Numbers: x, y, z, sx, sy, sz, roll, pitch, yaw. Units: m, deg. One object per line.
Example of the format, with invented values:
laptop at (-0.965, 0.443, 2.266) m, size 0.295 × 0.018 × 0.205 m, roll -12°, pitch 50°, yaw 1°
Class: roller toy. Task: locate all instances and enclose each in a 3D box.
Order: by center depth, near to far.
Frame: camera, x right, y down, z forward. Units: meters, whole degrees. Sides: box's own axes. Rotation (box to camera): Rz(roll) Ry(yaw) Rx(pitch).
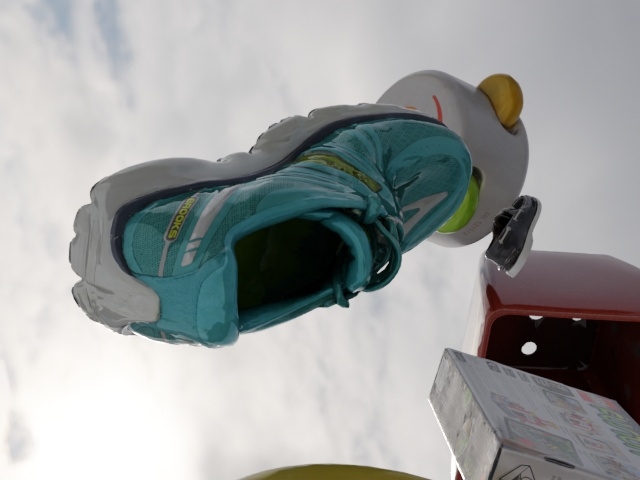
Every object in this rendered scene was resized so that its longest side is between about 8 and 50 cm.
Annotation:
roller toy at (0.146, -0.096, 1.652) m, size 0.191 × 0.146 × 0.209 m, roll -6°, pitch -111°, yaw 51°

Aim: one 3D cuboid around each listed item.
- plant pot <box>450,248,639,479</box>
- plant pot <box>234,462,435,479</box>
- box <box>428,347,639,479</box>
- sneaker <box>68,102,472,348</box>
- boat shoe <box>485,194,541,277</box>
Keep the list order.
plant pot at (0.289, 0.145, 1.698) m, size 0.236 × 0.267 × 0.267 m, roll -103°, pitch -162°, yaw -61°
plant pot at (0.001, 0.265, 0.588) m, size 0.254 × 0.239 × 0.254 m, roll 12°, pitch -52°, yaw 16°
box at (0.126, 0.112, 0.742) m, size 0.207 × 0.114 × 0.036 m, roll -102°, pitch -149°, yaw -82°
sneaker at (0.000, 0.000, 0.722) m, size 0.110 × 0.275 × 0.107 m, roll 16°, pitch -64°, yaw 36°
boat shoe at (0.185, -0.012, 1.350) m, size 0.038 × 0.125 × 0.046 m, roll 31°, pitch -52°, yaw -5°
